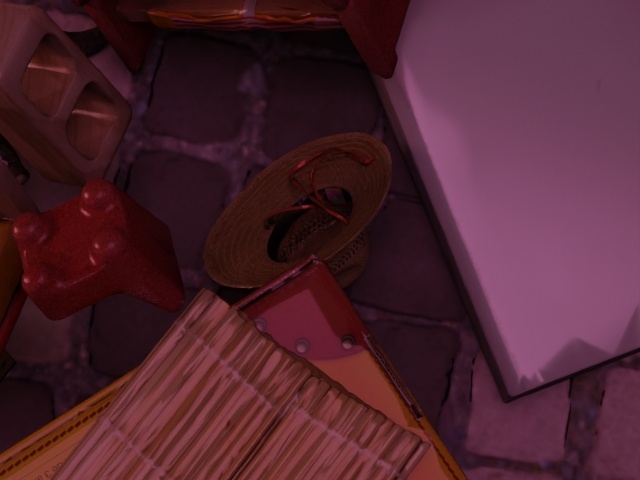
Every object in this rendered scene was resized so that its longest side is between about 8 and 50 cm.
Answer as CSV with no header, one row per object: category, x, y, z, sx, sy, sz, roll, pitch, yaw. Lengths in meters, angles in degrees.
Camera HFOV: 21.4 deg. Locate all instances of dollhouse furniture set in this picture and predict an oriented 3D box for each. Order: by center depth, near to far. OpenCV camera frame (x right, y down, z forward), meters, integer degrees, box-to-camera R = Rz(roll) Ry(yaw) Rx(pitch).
dollhouse furniture set,-0.094,-0.080,0.991,0.201,0.152,0.374,7,64,29

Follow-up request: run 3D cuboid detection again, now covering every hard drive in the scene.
hard drive,0.158,-0.071,1.129,0.203,0.040,0.308,-20,79,-8

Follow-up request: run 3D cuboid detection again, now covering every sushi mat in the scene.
sushi mat,-0.096,0.186,0.868,0.151,0.019,0.316,37,77,6

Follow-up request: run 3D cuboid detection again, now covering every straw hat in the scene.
straw hat,0.000,0.000,1.087,0.144,0.144,0.061,-39,123,-11

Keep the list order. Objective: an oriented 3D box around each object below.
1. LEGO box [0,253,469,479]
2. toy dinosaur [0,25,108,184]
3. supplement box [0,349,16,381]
LEGO box,-0.105,0.304,0.950,0.500,0.193,0.372,-32,81,-10
toy dinosaur,-0.254,-0.084,1.067,0.313,0.121,0.160,-40,96,-7
supplement box,-0.242,0.067,1.050,0.083,0.083,0.056,37,78,5
